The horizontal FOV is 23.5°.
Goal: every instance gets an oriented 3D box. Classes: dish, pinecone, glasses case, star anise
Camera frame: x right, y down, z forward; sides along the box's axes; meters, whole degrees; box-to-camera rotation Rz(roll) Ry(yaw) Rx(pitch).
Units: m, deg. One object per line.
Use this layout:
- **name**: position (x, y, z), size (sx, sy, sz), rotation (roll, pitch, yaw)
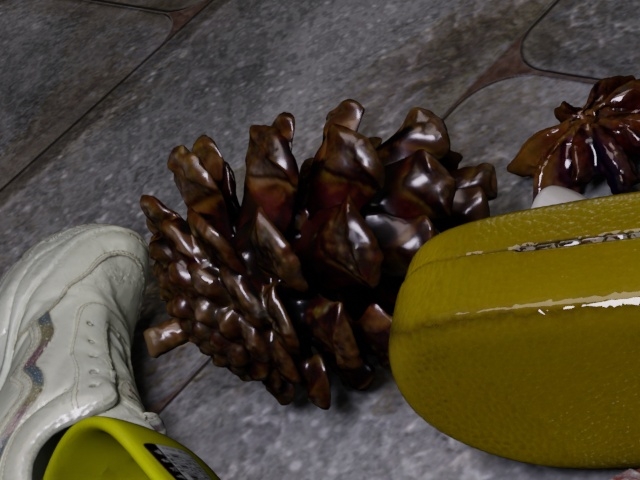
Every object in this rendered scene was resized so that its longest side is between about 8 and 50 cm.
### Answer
- **dish**: position (-0.086, 0.235, 1.018), size (0.108, 0.221, 0.262), rotation (-3, 20, -38)
- **pinecone**: position (0.000, 0.000, 1.192), size (0.309, 0.244, 0.244), rotation (-31, 32, -23)
- **glasses case**: position (0.236, 0.050, 0.992), size (0.371, 0.173, 0.141), rotation (-7, 40, 26)
- **star anise**: position (0.229, -0.085, 1.278), size (0.168, 0.057, 0.168), rotation (-19, 36, 14)

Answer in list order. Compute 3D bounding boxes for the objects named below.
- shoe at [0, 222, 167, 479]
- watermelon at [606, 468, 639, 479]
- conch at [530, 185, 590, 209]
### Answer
- **shoe**: position (-0.198, 0.132, 1.262), size (0.210, 0.132, 0.342), rotation (5, 51, 35)
- **watermelon**: position (0.205, 0.185, 0.940), size (0.187, 0.071, 0.139), rotation (-42, 31, -17)
- **conch**: position (0.218, 0.008, 1.136), size (0.176, 0.104, 0.094), rotation (1, 72, 32)
